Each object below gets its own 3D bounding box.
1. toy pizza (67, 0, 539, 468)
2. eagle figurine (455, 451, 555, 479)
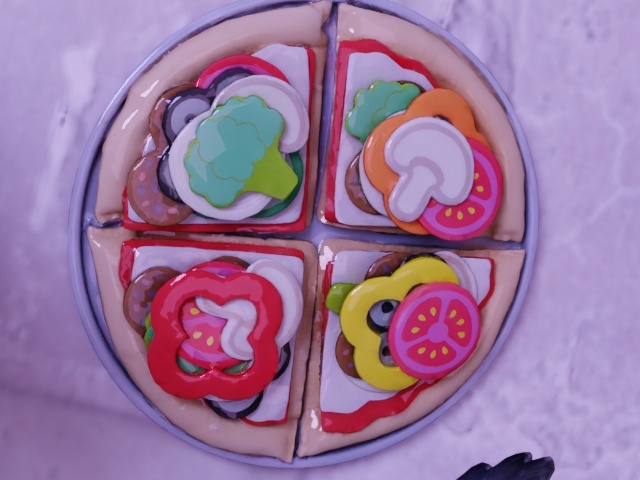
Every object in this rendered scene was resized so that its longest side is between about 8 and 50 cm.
[{"bbox_3d":[0.000,0.000,0.491,0.201,0.032,0.201,-3,102,-15],"label":"toy pizza"},{"bbox_3d":[-0.034,0.216,0.447,0.298,0.226,0.225,-9,83,-9],"label":"eagle figurine"}]
